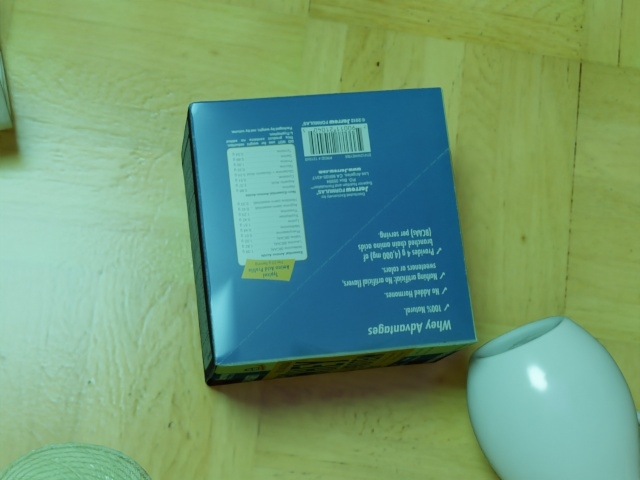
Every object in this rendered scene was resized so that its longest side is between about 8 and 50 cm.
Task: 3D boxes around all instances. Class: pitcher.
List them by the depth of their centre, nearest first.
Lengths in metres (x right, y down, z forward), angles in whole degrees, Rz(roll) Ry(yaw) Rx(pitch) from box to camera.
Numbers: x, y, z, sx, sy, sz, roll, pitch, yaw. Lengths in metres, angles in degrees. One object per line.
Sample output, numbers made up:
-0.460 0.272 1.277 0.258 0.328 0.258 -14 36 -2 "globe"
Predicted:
0.218 0.160 0.996 0.178 0.125 0.207 -27 94 -33 "pitcher"

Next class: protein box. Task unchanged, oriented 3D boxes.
0.000 0.000 0.978 0.200 0.136 0.201 -5 79 -9 "protein box"

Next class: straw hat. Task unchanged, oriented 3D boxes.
-0.190 0.220 0.943 0.145 0.061 0.144 2 77 -8 "straw hat"

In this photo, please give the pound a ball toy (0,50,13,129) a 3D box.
-0.373 -0.160 0.980 0.319 0.135 0.208 -12 55 -10 "pound a ball toy"
